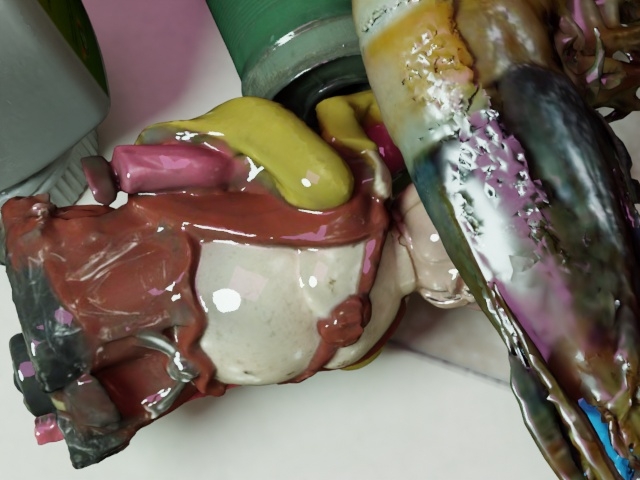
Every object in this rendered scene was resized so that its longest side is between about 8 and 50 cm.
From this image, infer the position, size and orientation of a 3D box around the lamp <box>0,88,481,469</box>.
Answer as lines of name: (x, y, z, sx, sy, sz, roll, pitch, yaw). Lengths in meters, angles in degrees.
lamp: (0.000, 0.000, 0.658, 0.253, 0.118, 0.118, -17, 67, -8)

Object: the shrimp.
shrimp: (0.120, -0.020, 0.615, 0.054, 0.222, 0.290, -38, 58, 45)

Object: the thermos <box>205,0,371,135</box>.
thermos: (-0.022, -0.135, 0.735, 0.083, 0.073, 0.188, -26, 66, 3)

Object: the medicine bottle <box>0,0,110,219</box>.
medicine bottle: (-0.158, -0.070, 0.676, 0.132, 0.188, 0.088, -23, 67, 2)
